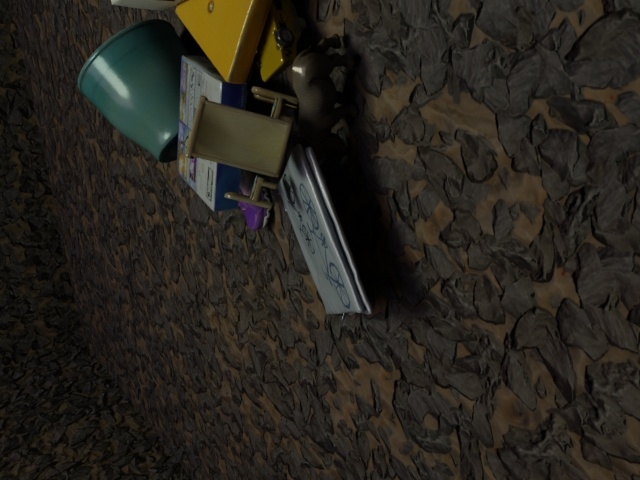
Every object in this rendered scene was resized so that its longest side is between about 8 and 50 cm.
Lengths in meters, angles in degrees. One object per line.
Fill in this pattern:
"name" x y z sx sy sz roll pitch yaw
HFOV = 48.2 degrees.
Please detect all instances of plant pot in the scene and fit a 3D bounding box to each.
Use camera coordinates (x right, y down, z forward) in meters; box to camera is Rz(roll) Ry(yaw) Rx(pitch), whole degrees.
"plant pot" -0.388 -0.335 1.706 0.255 0.272 0.271 52 147 5

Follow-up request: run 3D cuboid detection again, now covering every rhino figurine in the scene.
"rhino figurine" 0.005 -0.230 1.261 0.073 0.106 0.243 37 142 48

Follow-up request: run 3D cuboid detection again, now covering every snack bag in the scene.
"snack bag" 0.000 0.000 1.387 0.342 0.037 0.323 140 109 -78

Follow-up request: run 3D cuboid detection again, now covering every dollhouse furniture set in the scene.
"dollhouse furniture set" -0.143 -0.180 1.318 0.242 0.161 0.212 -131 56 -85

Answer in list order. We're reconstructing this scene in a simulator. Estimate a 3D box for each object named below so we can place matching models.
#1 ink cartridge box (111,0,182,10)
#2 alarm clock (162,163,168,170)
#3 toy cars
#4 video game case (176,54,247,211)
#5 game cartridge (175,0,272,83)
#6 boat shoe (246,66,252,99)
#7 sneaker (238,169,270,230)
"ink cartridge box" -0.282 -0.575 1.326 0.306 0.131 0.226 5 96 55
"alarm clock" -0.426 -0.276 1.971 0.129 0.064 0.192 45 138 37
"toy cars" -0.129 -0.447 1.391 0.393 0.087 0.176 46 129 42
"video game case" -0.234 -0.230 1.509 0.244 0.061 0.269 41 130 51
"game cartridge" -0.161 -0.500 1.319 0.285 0.053 0.323 55 132 36
"boat shoe" -0.191 -0.319 1.568 0.078 0.070 0.219 45 137 21
"sneaker" -0.186 -0.132 1.625 0.095 0.105 0.236 5 111 56
